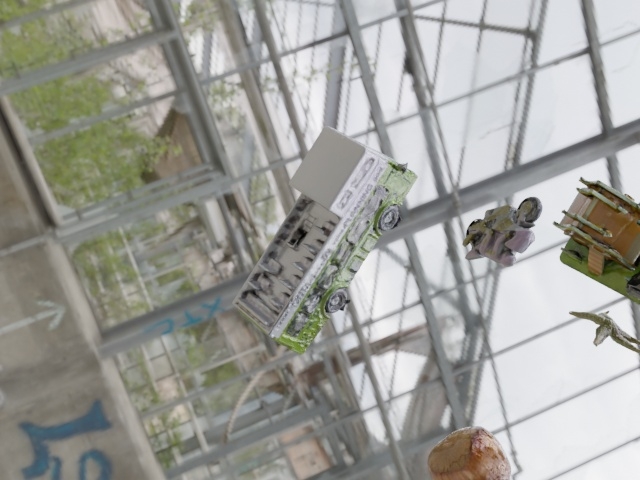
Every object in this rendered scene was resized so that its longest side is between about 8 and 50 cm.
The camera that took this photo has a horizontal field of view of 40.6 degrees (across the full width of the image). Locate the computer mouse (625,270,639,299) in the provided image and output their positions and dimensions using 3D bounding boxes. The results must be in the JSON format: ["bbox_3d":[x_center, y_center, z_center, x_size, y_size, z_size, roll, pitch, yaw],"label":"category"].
[{"bbox_3d":[0.806,0.102,2.098,0.062,0.106,0.192,52,-1,4],"label":"computer mouse"}]

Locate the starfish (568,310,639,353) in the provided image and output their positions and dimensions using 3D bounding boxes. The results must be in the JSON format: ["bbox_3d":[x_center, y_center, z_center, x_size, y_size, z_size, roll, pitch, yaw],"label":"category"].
[{"bbox_3d":[0.793,0.246,2.395,0.223,0.217,0.050,24,-54,19],"label":"starfish"}]

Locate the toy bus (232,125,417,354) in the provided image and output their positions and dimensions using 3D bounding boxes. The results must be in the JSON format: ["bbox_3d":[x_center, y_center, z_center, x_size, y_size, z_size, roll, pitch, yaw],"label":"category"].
[{"bbox_3d":[0.000,0.000,1.188,0.113,0.302,0.139,34,3,40],"label":"toy bus"}]

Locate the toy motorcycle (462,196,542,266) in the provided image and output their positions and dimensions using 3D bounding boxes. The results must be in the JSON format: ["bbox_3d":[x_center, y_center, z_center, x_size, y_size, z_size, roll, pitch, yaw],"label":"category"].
[{"bbox_3d":[0.404,-0.005,1.925,0.225,0.073,0.152,-25,-132,50],"label":"toy motorcycle"}]

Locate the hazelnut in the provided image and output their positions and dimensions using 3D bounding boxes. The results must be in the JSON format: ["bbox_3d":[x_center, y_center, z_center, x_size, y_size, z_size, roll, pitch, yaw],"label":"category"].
[{"bbox_3d":[0.291,0.442,1.682,0.150,0.150,0.150,158,-90,-79],"label":"hazelnut"}]

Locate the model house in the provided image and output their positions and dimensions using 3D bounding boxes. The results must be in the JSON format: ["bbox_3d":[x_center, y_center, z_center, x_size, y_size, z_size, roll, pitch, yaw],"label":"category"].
[{"bbox_3d":[0.759,-0.001,2.209,0.357,0.242,0.313,36,8,37],"label":"model house"}]
